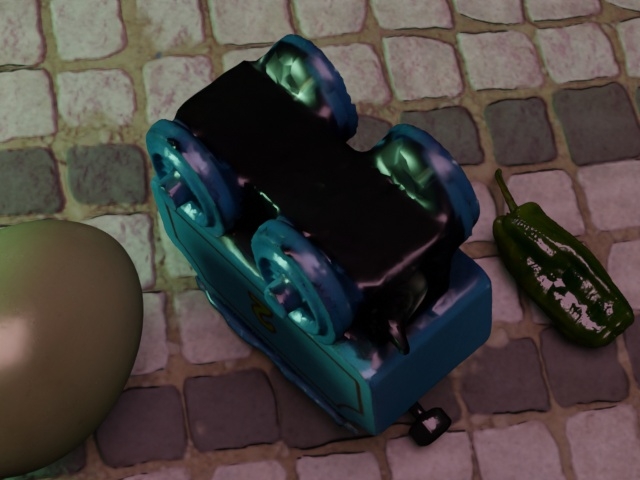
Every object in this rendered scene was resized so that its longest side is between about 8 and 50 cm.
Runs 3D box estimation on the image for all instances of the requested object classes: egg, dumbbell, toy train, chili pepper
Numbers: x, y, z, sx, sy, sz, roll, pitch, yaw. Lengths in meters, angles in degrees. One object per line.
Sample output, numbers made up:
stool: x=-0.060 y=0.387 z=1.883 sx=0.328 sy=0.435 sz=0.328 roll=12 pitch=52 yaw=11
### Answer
egg: x=-0.247 y=0.086 z=1.133 sx=0.186 sy=0.186 sz=0.242 roll=34 pitch=54 yaw=8
dumbbell: x=0.079 y=0.144 z=1.233 sx=0.083 sy=0.040 sz=0.036 roll=50 pitch=38 yaw=14
toy train: x=0.000 y=0.000 z=1.153 sx=0.188 sy=0.265 sz=0.300 roll=-38 pitch=61 yaw=-19
chili pepper: x=0.209 y=0.015 z=1.296 sx=0.072 sy=0.073 sz=0.204 roll=-38 pitch=74 yaw=-7
